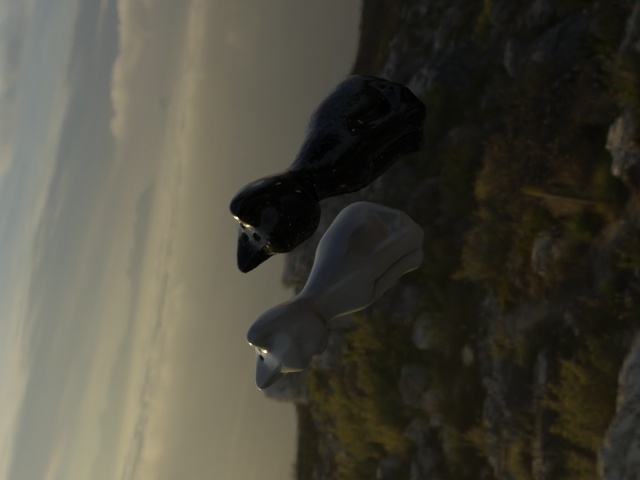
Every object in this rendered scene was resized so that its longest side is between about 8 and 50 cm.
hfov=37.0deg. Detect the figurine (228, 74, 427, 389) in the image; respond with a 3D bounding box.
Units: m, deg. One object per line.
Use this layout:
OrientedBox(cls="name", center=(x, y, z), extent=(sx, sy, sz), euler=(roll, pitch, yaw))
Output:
OrientedBox(cls="figurine", center=(0.000, 0.000, 0.805), extent=(0.209, 0.092, 0.215), euler=(-43, -38, -40))
